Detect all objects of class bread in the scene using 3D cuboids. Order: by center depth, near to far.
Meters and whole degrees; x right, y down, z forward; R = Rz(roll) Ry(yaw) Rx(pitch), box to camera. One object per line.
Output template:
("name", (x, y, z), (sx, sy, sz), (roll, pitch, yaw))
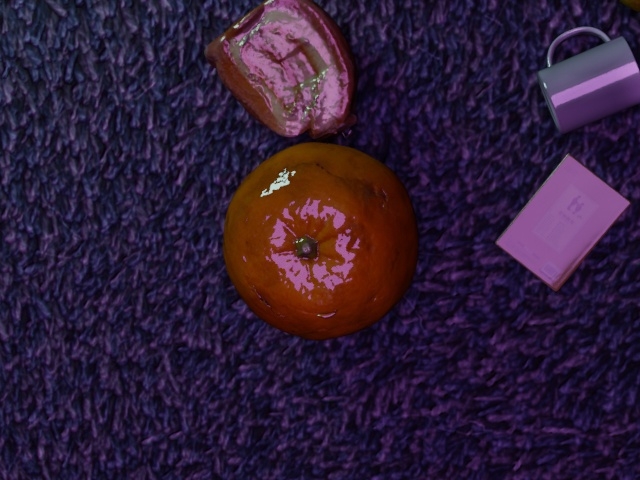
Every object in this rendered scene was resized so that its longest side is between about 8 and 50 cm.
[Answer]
("bread", (-0.039, -0.245, 1.620), (0.190, 0.123, 0.244), (-41, 90, 10))

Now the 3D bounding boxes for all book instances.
("book", (0.357, -0.026, 1.636), (0.118, 0.012, 0.172), (39, 101, 3))

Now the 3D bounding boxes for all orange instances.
("orange", (0.000, 0.000, 1.589), (0.283, 0.226, 0.284), (0, 93, 6))

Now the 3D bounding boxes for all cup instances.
("cup", (0.382, -0.230, 1.578), (0.133, 0.136, 0.099), (-23, 126, 12))

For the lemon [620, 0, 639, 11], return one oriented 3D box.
("lemon", (0.464, -0.394, 1.496), (0.173, 0.173, 0.206), (-12, 98, 10))
